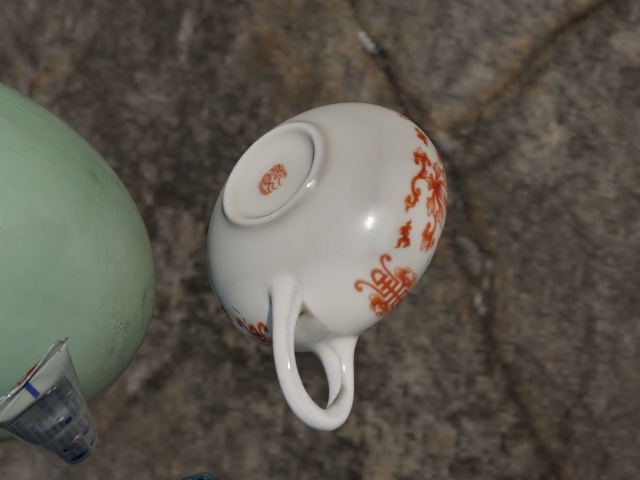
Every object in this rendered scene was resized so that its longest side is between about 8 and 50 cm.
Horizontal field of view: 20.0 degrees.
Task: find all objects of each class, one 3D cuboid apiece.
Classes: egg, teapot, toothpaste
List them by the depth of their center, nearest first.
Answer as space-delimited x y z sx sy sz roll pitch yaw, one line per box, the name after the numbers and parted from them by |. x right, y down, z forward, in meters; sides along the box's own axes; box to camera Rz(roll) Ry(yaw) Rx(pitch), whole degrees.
-0.134 0.087 0.912 0.033 0.218 0.052 42 78 7 | toothpaste
0.000 0.000 1.075 0.159 0.116 0.246 -7 55 26 | teapot
-0.298 0.008 1.234 0.276 0.389 0.276 -47 34 48 | egg

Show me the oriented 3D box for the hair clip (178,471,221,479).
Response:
-0.115 0.287 1.112 0.206 0.194 0.310 25 84 53 | hair clip
